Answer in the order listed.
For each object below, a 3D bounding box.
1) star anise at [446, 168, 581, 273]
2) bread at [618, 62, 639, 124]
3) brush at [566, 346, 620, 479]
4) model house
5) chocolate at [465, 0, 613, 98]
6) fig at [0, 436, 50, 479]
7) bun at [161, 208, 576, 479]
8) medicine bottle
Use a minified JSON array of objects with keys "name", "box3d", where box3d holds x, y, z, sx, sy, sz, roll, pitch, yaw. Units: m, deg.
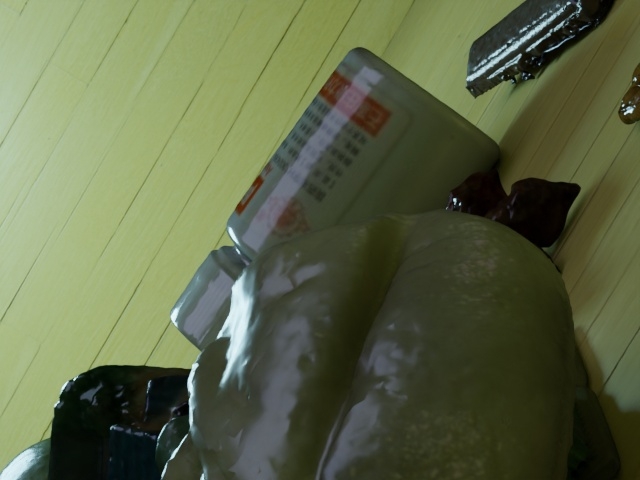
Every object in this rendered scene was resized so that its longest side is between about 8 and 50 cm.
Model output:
[{"name":"star anise","box3d":[0.138,0.019,1.480,0.196,0.111,0.212,-54,-1,-14]},{"name":"bread","box3d":[0.281,-0.140,1.404,0.110,0.024,0.110,-57,7,12]},{"name":"brush","box3d":[0.157,0.112,1.164,0.054,0.048,0.282,-55,6,13]},{"name":"model house","box3d":[-0.137,0.279,1.478,0.280,0.245,0.312,-79,-6,-80]},{"name":"chocolate","box3d":[0.246,-0.243,1.923,0.102,0.065,0.329,-61,9,-20]},{"name":"fig","box3d":[-0.291,0.380,2.303,0.316,0.316,0.316,-58,7,12]},{"name":"bun","box3d":[0.015,0.145,1.064,0.365,0.219,0.365,-167,90,-83]},{"name":"medicine bottle","box3d":[0.014,-0.012,1.898,0.371,0.211,0.211,-54,8,6]}]
